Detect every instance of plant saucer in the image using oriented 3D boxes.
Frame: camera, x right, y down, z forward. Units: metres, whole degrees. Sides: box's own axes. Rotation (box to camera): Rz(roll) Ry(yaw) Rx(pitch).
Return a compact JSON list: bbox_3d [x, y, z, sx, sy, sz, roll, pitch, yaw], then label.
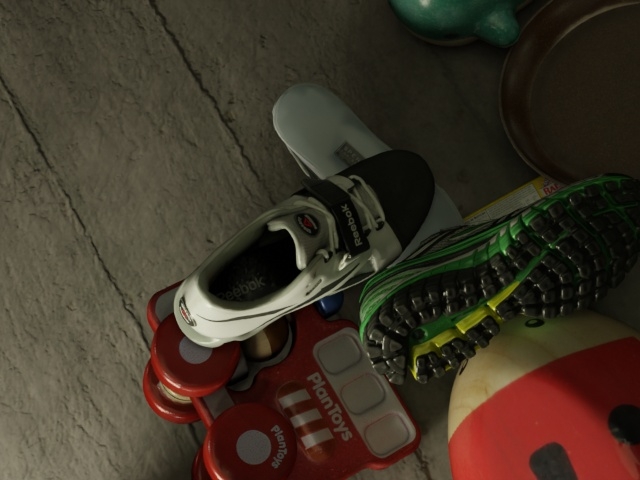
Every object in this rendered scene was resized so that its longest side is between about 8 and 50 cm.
[{"bbox_3d":[0.363,-0.179,1.334,0.310,0.050,0.311,-11,61,20],"label":"plant saucer"}]

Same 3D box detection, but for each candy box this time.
[{"bbox_3d":[0.250,-0.014,1.354,0.205,0.027,0.105,-29,62,9],"label":"candy box"}]

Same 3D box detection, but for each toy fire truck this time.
[{"bbox_3d":[-0.056,0.163,1.340,0.253,0.169,0.302,-25,75,-21],"label":"toy fire truck"}]

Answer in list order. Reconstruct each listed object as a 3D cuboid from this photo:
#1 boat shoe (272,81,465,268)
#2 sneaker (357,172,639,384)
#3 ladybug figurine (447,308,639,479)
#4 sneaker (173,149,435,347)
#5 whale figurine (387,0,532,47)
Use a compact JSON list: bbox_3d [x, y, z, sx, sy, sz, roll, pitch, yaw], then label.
[{"bbox_3d":[0.058,-0.055,1.371,0.306,0.105,0.113,42,85,4],"label":"boat shoe"},{"bbox_3d":[0.189,0.014,1.237,0.343,0.146,0.134,-25,119,1],"label":"sneaker"},{"bbox_3d":[0.286,0.268,1.204,0.305,0.162,0.449,-39,65,18],"label":"ladybug figurine"},{"bbox_3d":[0.000,0.000,1.227,0.330,0.146,0.122,-35,84,-17],"label":"sneaker"},{"bbox_3d":[0.204,-0.339,1.375,0.272,0.141,0.216,-9,76,15],"label":"whale figurine"}]
